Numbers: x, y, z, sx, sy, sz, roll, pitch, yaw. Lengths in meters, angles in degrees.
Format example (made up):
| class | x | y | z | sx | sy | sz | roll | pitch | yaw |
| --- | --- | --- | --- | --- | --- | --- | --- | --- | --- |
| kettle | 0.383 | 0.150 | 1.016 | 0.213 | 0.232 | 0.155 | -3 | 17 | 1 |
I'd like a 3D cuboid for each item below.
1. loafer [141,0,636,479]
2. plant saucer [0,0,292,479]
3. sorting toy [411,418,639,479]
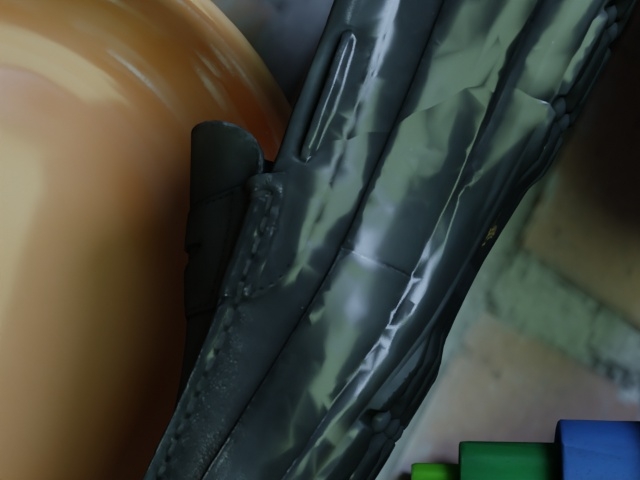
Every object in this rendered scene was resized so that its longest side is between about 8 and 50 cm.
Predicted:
| class | x | y | z | sx | sy | sz | roll | pitch | yaw |
| --- | --- | --- | --- | --- | --- | --- | --- | --- | --- |
| loafer | 0.000 | 0.000 | 0.416 | 0.078 | 0.076 | 0.223 | 28 | 85 | 12 |
| plant saucer | -0.092 | 0.016 | 0.425 | 0.200 | 0.037 | 0.200 | -1 | 93 | -25 |
| sorting toy | 0.068 | -0.077 | 0.483 | 0.126 | 0.127 | 0.365 | 1 | 94 | 3 |
